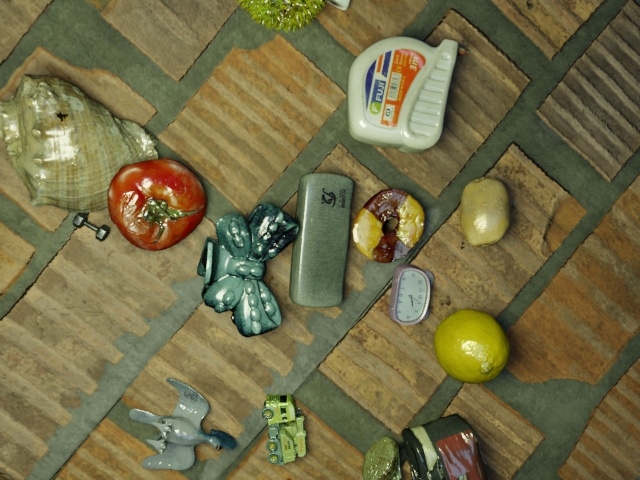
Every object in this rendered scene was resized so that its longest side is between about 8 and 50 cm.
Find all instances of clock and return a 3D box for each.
[{"bbox_3d":[0.234,0.139,1.374,0.109,0.050,0.153,6,95,-7],"label":"clock"}]

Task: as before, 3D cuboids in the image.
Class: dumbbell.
[{"bbox_3d":[-0.539,-0.033,1.285,0.083,0.040,0.036,32,60,-8],"label":"dumbbell"}]

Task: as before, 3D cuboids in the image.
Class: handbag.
[{"bbox_3d":[0.309,0.579,1.359,0.181,0.181,0.255,-16,94,-6],"label":"handbag"}]

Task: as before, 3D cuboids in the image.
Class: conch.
[{"bbox_3d":[-0.547,-0.199,1.188,0.351,0.210,0.298,10,102,-6],"label":"conch"}]

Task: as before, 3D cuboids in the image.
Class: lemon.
[{"bbox_3d":[0.367,0.260,1.326,0.178,0.203,0.179,-2,112,-4],"label":"lemon"}]

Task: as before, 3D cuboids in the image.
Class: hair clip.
[{"bbox_3d":[-0.179,0.059,1.271,0.206,0.194,0.311,11,92,-19],"label":"hair clip"}]

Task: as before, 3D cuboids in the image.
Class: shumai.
[{"bbox_3d":[0.172,0.574,1.393,0.087,0.099,0.124,37,93,-24],"label":"shumai"}]

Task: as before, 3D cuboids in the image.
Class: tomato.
[{"bbox_3d":[-0.366,-0.068,1.227,0.227,0.101,0.228,-11,124,-17],"label":"tomato"}]

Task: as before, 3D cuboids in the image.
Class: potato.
[{"bbox_3d":[0.406,-0.072,1.345,0.109,0.118,0.178,12,79,-41],"label":"potato"}]

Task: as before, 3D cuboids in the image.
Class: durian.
[{"bbox_3d":[-0.090,-0.619,1.196,0.290,0.225,0.291,-9,131,-11],"label":"durian"}]

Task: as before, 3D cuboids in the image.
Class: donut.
[{"bbox_3d":[0.163,-0.036,1.339,0.166,0.073,0.184,29,91,-7],"label":"donut"}]

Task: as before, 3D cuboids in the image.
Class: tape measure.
[{"bbox_3d":[0.191,-0.347,1.290,0.264,0.130,0.259,11,91,-1],"label":"tape measure"}]

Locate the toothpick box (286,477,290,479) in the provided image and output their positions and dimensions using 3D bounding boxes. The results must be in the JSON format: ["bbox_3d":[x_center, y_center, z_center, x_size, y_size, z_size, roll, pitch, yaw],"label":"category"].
[{"bbox_3d":[-0.111,0.635,1.385,0.083,0.047,0.047,-10,96,-6],"label":"toothpick box"}]

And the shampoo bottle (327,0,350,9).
[{"bbox_3d":[0.051,-0.607,1.290,0.072,0.043,0.099,25,92,-5],"label":"shampoo bottle"}]

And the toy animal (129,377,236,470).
[{"bbox_3d":[-0.344,0.469,1.334,0.255,0.176,0.239,20,90,27],"label":"toy animal"}]

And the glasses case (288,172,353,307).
[{"bbox_3d":[0.000,0.000,1.316,0.130,0.074,0.324,4,95,-21],"label":"glasses case"}]

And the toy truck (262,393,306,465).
[{"bbox_3d":[-0.087,0.468,1.358,0.100,0.077,0.169,-6,94,-3],"label":"toy truck"}]
